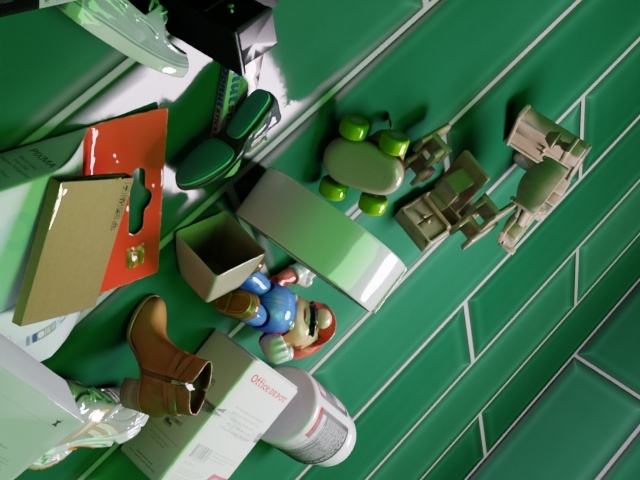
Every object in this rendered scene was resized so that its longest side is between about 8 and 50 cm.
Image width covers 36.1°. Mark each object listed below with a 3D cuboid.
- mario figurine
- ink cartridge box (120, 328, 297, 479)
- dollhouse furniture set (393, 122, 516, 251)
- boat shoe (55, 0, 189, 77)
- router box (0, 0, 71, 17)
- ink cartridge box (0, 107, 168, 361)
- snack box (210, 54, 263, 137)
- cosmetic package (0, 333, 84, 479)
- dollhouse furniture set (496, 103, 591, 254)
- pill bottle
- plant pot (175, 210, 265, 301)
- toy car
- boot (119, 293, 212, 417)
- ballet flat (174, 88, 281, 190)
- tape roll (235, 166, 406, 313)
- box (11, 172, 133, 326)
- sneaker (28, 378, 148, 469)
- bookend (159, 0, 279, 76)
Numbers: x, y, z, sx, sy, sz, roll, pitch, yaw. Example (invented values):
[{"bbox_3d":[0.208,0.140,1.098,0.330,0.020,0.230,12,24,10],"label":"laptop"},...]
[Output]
[{"bbox_3d":[-0.054,0.121,1.784,0.198,0.170,0.320,-55,147,-4],"label":"mario figurine"},{"bbox_3d":[-0.200,0.330,1.825,0.283,0.117,0.207,-51,148,-6],"label":"ink cartridge box"},{"bbox_3d":[0.278,-0.101,1.996,0.161,0.212,0.242,-31,168,-31],"label":"dollhouse furniture set"},{"bbox_3d":[-0.234,-0.278,1.248,0.081,0.079,0.227,-55,146,8],"label":"boat shoe"},{"bbox_3d":[-0.356,-0.280,1.028,0.179,0.133,0.046,-27,139,-39],"label":"router box"},{"bbox_3d":[-0.350,0.009,1.350,0.385,0.091,0.308,-24,137,-39],"label":"ink cartridge box"},{"bbox_3d":[-0.125,-0.231,1.493,0.064,0.022,0.178,-18,133,-41],"label":"snack box"},{"bbox_3d":[-0.516,0.206,1.193,0.284,0.097,0.377,-37,138,-1],"label":"cosmetic package"},{"bbox_3d":[0.413,-0.103,2.152,0.355,0.174,0.303,-48,165,-23],"label":"dollhouse furniture set"},{"bbox_3d":[-0.033,0.378,2.056,0.161,0.161,0.283,-51,148,-8],"label":"pill bottle"},{"bbox_3d":[-0.172,0.035,1.610,0.109,0.109,0.096,-27,151,-38],"label":"plant pot"},{"bbox_3d":[0.094,-0.163,1.797,0.188,0.149,0.155,-60,170,-59],"label":"toy car"},{"bbox_3d":[-0.236,0.184,1.564,0.073,0.152,0.197,20,74,-53],"label":"boot"},{"bbox_3d":[-0.132,-0.139,1.488,0.203,0.074,0.074,-48,148,-7],"label":"ballet flat"},{"bbox_3d":[0.000,0.000,1.628,0.100,0.286,0.286,-54,149,-4],"label":"tape roll"},{"bbox_3d":[-0.327,0.008,1.305,0.164,0.021,0.201,-14,126,-67],"label":"box"},{"bbox_3d":[-0.372,0.266,1.559,0.262,0.099,0.121,-17,128,-47],"label":"sneaker"},{"bbox_3d":[-0.105,-0.315,1.314,0.156,0.157,0.072,-39,145,-24],"label":"bookend"}]
